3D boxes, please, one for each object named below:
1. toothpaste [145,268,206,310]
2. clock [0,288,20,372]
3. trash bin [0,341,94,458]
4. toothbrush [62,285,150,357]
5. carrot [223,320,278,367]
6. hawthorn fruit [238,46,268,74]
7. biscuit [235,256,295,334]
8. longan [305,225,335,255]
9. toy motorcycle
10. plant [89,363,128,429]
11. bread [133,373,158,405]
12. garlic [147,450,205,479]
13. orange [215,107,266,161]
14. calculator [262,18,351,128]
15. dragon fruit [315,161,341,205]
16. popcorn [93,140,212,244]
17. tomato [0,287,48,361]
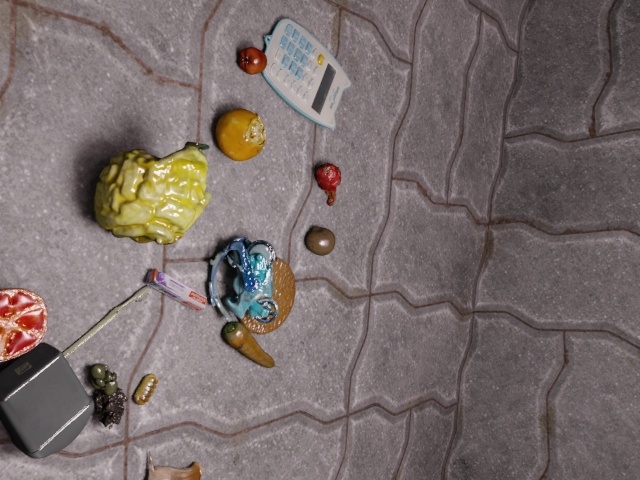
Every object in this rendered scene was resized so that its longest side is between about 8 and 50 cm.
[{"bbox_3d":[-0.401,0.138,1.525,0.196,0.040,0.047,41,41,-44],"label":"toothpaste"},{"bbox_3d":[-0.767,0.209,1.123,0.281,0.056,0.280,-10,104,-47],"label":"clock"},{"bbox_3d":[-0.628,0.370,1.233,0.177,0.101,0.236,-44,140,-39],"label":"trash bin"},{"bbox_3d":[-0.549,0.208,1.389,0.294,0.026,0.028,-41,139,-37],"label":"toothbrush"},{"bbox_3d":[-0.213,0.357,1.763,0.078,0.078,0.298,-60,138,-23],"label":"carrot"},{"bbox_3d":[-0.198,-0.538,1.636,0.093,0.081,0.081,-21,112,-58],"label":"hawthorn fruit"},{"bbox_3d":[-0.181,0.179,1.791,0.262,0.037,0.261,-10,104,-47],"label":"biscuit"},{"bbox_3d":[0.000,0.000,1.929,0.114,0.092,0.113,2,85,-25],"label":"longan"},{"bbox_3d":[-0.229,0.122,1.628,0.154,0.206,0.259,-106,-165,-82],"label":"toy motorcycle"},{"bbox_3d":[-0.543,0.390,1.386,0.087,0.085,0.174,-13,102,-19],"label":"plant"},{"bbox_3d":[-0.477,0.410,1.496,0.088,0.034,0.049,-62,141,-23],"label":"bread"},{"bbox_3d":[-0.433,0.689,1.564,0.198,0.091,0.128,34,55,-38],"label":"garlic"},{"bbox_3d":[-0.230,-0.308,1.592,0.155,0.134,0.154,-15,112,-41],"label":"orange"},{"bbox_3d":[-0.053,-0.554,1.814,0.386,0.055,0.256,33,71,-44],"label":"calculator"},{"bbox_3d":[0.031,-0.206,1.952,0.094,0.094,0.190,-53,152,-29],"label":"dragon fruit"},{"bbox_3d":[-0.409,-0.107,1.345,0.293,0.293,0.236,-1,90,-48],"label":"popcorn"},{"bbox_3d":[-0.659,0.168,1.143,0.156,0.069,0.155,-9,103,-44],"label":"tomato"}]
